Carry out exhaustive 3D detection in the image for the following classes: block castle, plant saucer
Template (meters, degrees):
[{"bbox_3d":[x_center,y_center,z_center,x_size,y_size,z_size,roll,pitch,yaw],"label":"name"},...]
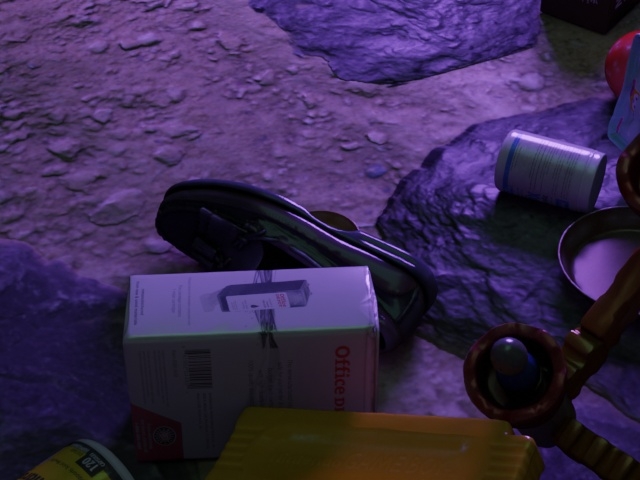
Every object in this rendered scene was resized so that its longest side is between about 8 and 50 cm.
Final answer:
[{"bbox_3d":[0.371,0.130,1.180,0.453,0.213,0.303,35,84,29],"label":"block castle"},{"bbox_3d":[0.325,0.028,1.540,0.168,0.029,0.168,0,42,0],"label":"plant saucer"},{"bbox_3d":[0.000,0.000,1.581,0.083,0.015,0.083,0,42,0],"label":"plant saucer"}]

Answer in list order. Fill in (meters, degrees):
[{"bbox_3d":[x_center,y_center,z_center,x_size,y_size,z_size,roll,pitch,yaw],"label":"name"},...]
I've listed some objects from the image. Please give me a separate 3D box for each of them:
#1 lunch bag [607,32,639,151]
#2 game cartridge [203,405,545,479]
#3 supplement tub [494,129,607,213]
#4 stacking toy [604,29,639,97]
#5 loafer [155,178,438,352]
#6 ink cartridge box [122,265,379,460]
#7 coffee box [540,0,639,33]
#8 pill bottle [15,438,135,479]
[{"bbox_3d":[0.462,-0.102,1.571,0.223,0.160,0.262,-4,35,-21],"label":"lunch bag"},{"bbox_3d":[-0.003,0.264,1.151,0.285,0.052,0.323,-1,45,32],"label":"game cartridge"},{"bbox_3d":[0.247,-0.075,1.626,0.107,0.071,0.071,17,44,19],"label":"supplement tub"},{"bbox_3d":[0.465,-0.260,1.812,0.330,0.141,0.141,-37,53,-26],"label":"stacking toy"},{"bbox_3d":[-0.038,0.024,1.490,0.303,0.109,0.095,19,48,16],"label":"loafer"},{"bbox_3d":[-0.059,0.110,1.345,0.218,0.158,0.092,-1,40,-2],"label":"ink cartridge box"},{"bbox_3d":[0.391,-0.389,1.936,0.098,0.141,0.246,26,48,26],"label":"coffee box"},{"bbox_3d":[-0.238,0.249,1.227,0.103,0.103,0.184,33,50,32],"label":"pill bottle"}]
